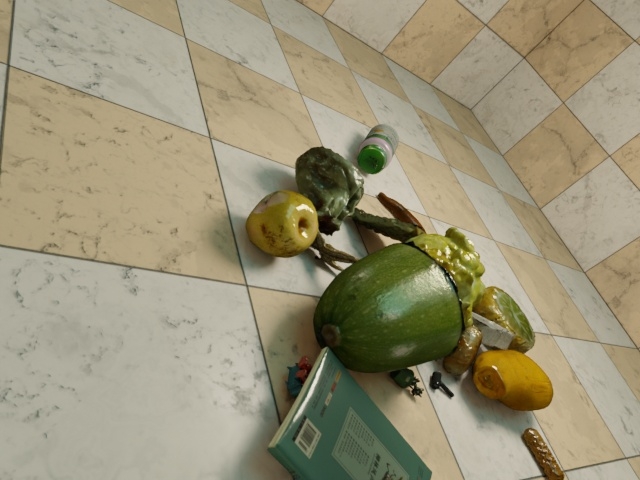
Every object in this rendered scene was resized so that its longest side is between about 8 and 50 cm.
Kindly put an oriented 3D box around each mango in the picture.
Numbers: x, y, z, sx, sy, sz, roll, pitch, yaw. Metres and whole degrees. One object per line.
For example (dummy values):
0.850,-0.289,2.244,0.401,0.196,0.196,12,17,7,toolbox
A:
0.559,0.404,1.520,0.359,0.144,0.187,26,29,-33,mango

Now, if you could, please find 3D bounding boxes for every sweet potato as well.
0.308,-0.081,1.881,0.264,0.057,0.057,48,31,12,sweet potato

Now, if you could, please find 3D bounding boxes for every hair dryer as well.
0.328,0.394,1.391,0.083,0.026,0.047,47,33,-11,hair dryer

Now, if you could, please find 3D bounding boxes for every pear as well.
-0.097,-0.041,1.262,0.178,0.178,0.178,30,35,-23,pear

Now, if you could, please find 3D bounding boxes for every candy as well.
0.625,0.278,1.785,0.260,0.118,0.260,35,31,-26,candy

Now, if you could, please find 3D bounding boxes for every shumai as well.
-0.009,-0.135,1.505,0.225,0.222,0.260,46,-7,-20,shumai

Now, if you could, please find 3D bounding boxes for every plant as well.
0.221,0.349,1.290,0.102,0.051,0.051,40,32,-18,plant

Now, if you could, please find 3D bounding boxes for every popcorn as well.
0.325,0.120,1.467,0.312,0.312,0.312,30,35,-23,popcorn

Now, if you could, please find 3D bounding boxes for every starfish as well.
-0.001,0.001,1.366,0.247,0.138,0.050,41,61,-2,starfish

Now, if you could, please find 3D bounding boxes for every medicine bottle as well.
0.221,-0.351,2.014,0.133,0.133,0.274,41,33,-8,medicine bottle

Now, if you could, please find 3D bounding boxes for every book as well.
0.079,0.421,0.985,0.379,0.031,0.264,52,35,-10,book

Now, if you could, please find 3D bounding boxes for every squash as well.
0.114,0.188,1.196,0.308,0.310,0.310,-18,65,-32,squash

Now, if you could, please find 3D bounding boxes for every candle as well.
0.497,0.271,1.608,0.192,0.068,0.168,22,6,-41,candle

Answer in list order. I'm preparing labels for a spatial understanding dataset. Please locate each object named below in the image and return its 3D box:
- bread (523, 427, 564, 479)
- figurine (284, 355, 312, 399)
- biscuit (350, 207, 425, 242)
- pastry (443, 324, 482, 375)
0.631,0.607,1.471,0.052,0.044,0.157,0,52,-42,bread
-0.009,0.299,1.062,0.140,0.075,0.068,41,29,-28,figurine
0.216,-0.036,1.614,0.273,0.036,0.187,18,-8,41,biscuit
0.401,0.307,1.464,0.081,0.153,0.153,33,28,19,pastry
